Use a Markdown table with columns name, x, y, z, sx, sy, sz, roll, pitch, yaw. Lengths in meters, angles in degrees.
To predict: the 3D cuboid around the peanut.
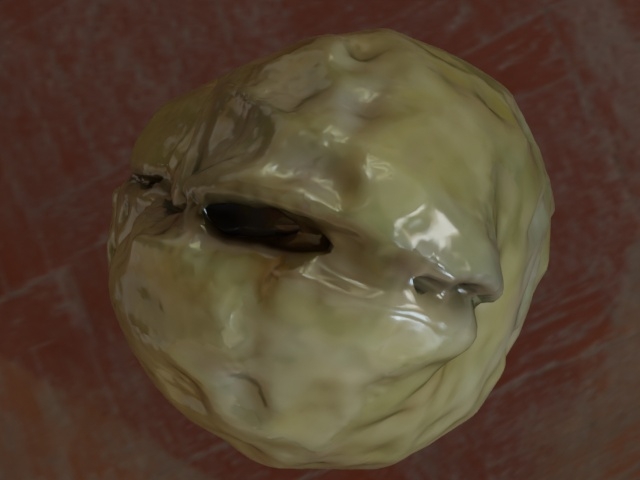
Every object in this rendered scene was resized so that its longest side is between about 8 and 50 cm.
| name | x | y | z | sx | sy | sz | roll | pitch | yaw |
| --- | --- | --- | --- | --- | --- | --- | --- | --- | --- |
| peanut | 0.000 | 0.000 | 0.574 | 0.130 | 0.290 | 0.130 | 0 | 91 | -5 |
